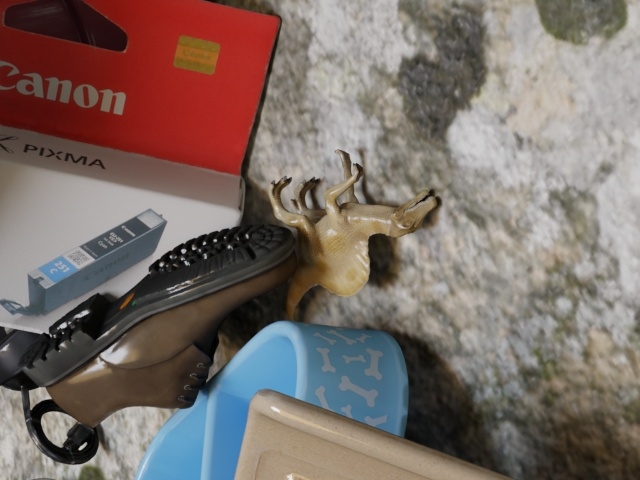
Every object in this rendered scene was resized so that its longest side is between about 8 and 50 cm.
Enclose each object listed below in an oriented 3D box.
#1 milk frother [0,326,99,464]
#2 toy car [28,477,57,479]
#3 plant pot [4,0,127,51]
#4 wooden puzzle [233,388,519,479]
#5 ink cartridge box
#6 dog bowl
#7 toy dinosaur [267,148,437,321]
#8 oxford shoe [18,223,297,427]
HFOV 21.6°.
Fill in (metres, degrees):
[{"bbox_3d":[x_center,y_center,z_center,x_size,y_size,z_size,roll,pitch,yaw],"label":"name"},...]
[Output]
[{"bbox_3d":[-0.205,0.097,1.371,0.143,0.129,0.135,36,141,-18],"label":"milk frother"},{"bbox_3d":[-0.249,0.306,1.422,0.182,0.136,0.159,41,127,35],"label":"toy car"},{"bbox_3d":[-0.262,-0.121,1.306,0.201,0.180,0.201,15,110,46],"label":"plant pot"},{"bbox_3d":[0.086,0.267,1.014,0.322,0.080,0.347,19,120,13],"label":"wooden puzzle"},{"bbox_3d":[-0.198,-0.060,1.184,0.066,0.296,0.261,-93,16,-61],"label":"ink cartridge box"},{"bbox_3d":[-0.049,0.161,1.156,0.297,0.074,0.166,-44,33,44],"label":"dog bowl"},{"bbox_3d":[0.000,0.000,1.138,0.183,0.053,0.092,-40,70,45],"label":"toy dinosaur"},{"bbox_3d":[-0.096,0.062,1.166,0.227,0.083,0.096,-30,107,27],"label":"oxford shoe"}]
